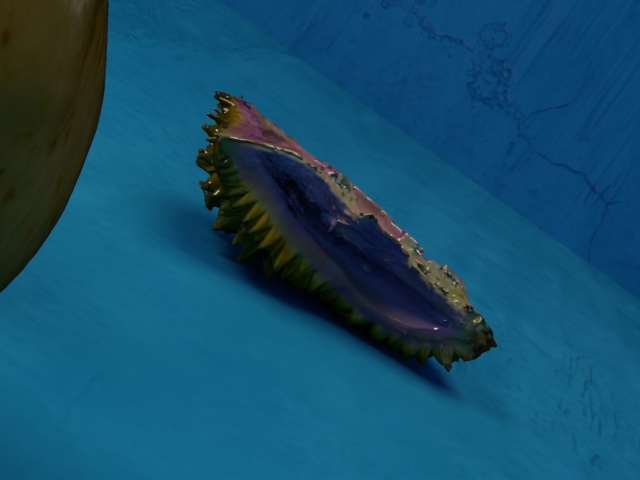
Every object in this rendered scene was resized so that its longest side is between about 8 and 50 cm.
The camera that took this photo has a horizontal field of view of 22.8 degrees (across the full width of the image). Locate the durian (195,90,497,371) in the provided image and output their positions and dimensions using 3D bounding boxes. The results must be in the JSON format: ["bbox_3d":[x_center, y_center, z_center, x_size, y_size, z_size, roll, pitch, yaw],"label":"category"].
[{"bbox_3d":[0.001,0.000,1.366,0.341,0.112,0.191,38,1,-26],"label":"durian"}]

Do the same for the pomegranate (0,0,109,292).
[{"bbox_3d":[-0.256,-0.087,0.570,0.410,0.410,0.410,33,13,-9],"label":"pomegranate"}]
